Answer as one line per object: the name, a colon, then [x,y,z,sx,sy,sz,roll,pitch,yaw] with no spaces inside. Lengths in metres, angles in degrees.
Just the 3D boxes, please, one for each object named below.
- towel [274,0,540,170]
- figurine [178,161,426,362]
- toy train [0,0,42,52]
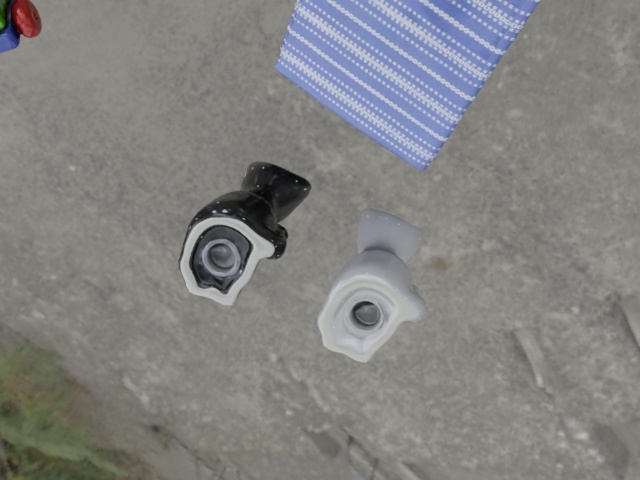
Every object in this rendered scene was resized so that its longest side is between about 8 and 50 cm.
towel: [0.089,-0.251,0.932,0.243,0.040,0.336,36,142,5]
figurine: [0.000,0.000,0.796,0.215,0.209,0.092,23,117,0]
toy train: [-0.376,-0.324,0.903,0.105,0.248,0.143,-15,142,4]
